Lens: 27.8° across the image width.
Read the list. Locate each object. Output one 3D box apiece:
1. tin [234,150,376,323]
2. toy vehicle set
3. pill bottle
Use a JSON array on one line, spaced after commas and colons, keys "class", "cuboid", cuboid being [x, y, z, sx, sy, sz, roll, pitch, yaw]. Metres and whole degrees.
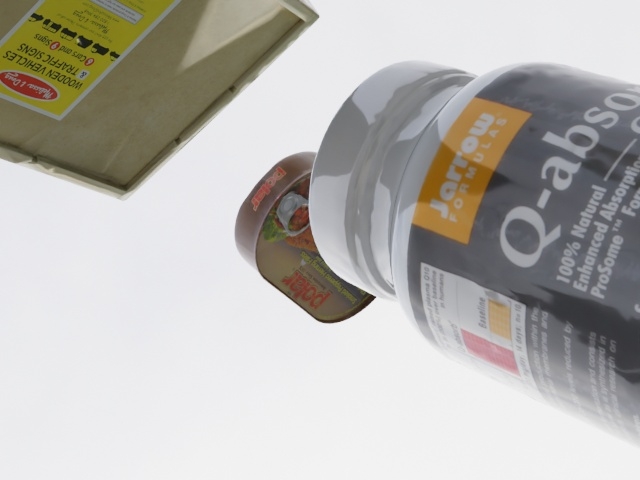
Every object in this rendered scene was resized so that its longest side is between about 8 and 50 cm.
[{"class": "tin", "cuboid": [0.000, 0.000, 1.022, 0.106, 0.040, 0.190, -53, -35, -5]}, {"class": "toy vehicle set", "cuboid": [-0.128, -0.112, 0.653, 0.035, 0.166, 0.267, 56, -164, 25]}, {"class": "pill bottle", "cuboid": [0.135, 0.003, 0.629, 0.162, 0.278, 0.162, -21, -58, -39]}]
